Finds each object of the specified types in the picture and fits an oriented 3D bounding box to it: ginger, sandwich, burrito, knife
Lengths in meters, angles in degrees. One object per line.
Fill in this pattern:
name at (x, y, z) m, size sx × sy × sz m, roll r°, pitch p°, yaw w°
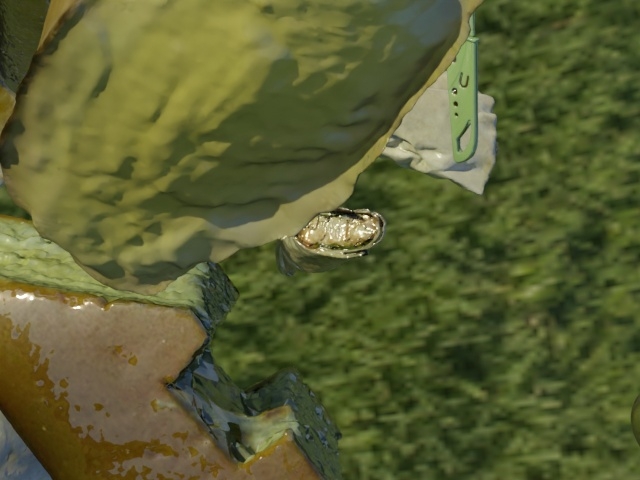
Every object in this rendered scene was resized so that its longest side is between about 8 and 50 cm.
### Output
ginger at (-0.048, -0.074, 0.652) m, size 0.115 × 0.193 × 0.123 m, roll 14°, pitch 44°, yaw -34°
sandwich at (-0.098, 0.068, 1.019) m, size 0.236 × 0.128 × 0.122 m, roll 51°, pitch 15°, yaw -8°
burrito at (-0.014, -0.163, 1.758) m, size 0.392 × 0.076 × 0.117 m, roll 24°, pitch 80°, yaw 5°
knife at (0.096, -0.155, 1.344) m, size 0.014 × 0.030 × 0.207 m, roll -16°, pitch 109°, yaw -45°
burrito at (0.000, 0.000, 1.303) m, size 0.055 × 0.149 × 0.041 m, roll -4°, pitch 85°, yaw -13°

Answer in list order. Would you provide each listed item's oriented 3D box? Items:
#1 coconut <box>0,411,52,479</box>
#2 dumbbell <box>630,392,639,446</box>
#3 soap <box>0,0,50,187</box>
coconut at (-0.379, 0.154, 1.597) m, size 0.415 × 0.415 × 0.345 m, roll -39°, pitch 115°, yaw -42°
dumbbell at (0.165, 0.042, 0.807) m, size 0.046 × 0.052 × 0.118 m, roll 38°, pitch 45°, yaw -10°
soap at (-0.243, -0.102, 1.236) m, size 0.080 × 0.160 × 0.257 m, roll 42°, pitch 16°, yaw -26°
